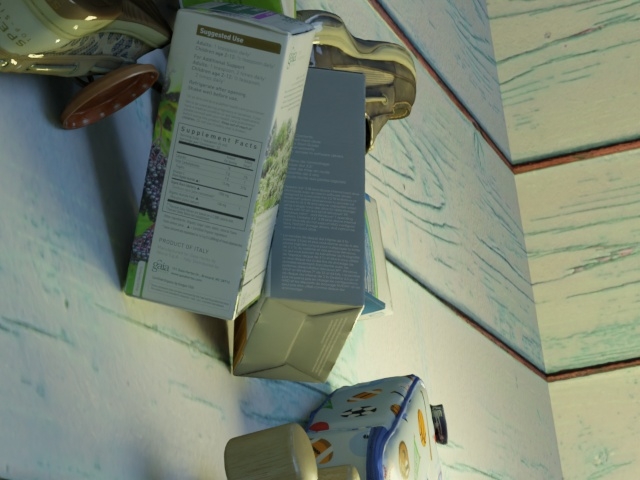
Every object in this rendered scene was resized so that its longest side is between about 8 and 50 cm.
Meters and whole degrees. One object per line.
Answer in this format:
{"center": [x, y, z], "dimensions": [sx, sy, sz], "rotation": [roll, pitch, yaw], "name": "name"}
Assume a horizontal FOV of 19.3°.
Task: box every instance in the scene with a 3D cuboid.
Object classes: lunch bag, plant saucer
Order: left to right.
{"center": [-0.162, -0.112, 1.430], "dimensions": [0.013, 0.083, 0.083], "rotation": [59, 14, 7], "name": "plant saucer"}
{"center": [0.063, 0.276, 1.902], "dimensions": [0.303, 0.115, 0.243], "rotation": [-37, 117, -72], "name": "lunch bag"}

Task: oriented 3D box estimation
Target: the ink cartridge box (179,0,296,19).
{"center": [-0.090, -0.307, 1.707], "dimensions": [0.188, 0.097, 0.255], "rotation": [-92, 170, -55], "name": "ink cartridge box"}

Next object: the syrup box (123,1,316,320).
{"center": [-0.079, -0.066, 1.495], "dimensions": [0.093, 0.096, 0.236], "rotation": [-41, 143, -74], "name": "syrup box"}

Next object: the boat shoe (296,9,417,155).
{"center": [0.007, -0.155, 2.033], "dimensions": [0.355, 0.132, 0.130], "rotation": [12, 76, -64], "name": "boat shoe"}

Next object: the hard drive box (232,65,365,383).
{"center": [-0.019, -0.013, 1.685], "dimensions": [0.181, 0.089, 0.232], "rotation": [114, -20, -61], "name": "hard drive box"}

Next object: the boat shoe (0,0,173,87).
{"center": [-0.188, -0.170, 1.402], "dimensions": [0.104, 0.089, 0.285], "rotation": [53, 11, 6], "name": "boat shoe"}

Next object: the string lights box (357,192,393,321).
{"center": [0.000, 0.000, 1.938], "dimensions": [0.260, 0.077, 0.133], "rotation": [33, 47, -69], "name": "string lights box"}

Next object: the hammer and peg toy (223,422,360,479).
{"center": [-0.020, 0.313, 1.543], "dimensions": [0.361, 0.127, 0.266], "rotation": [57, 28, -53], "name": "hammer and peg toy"}
